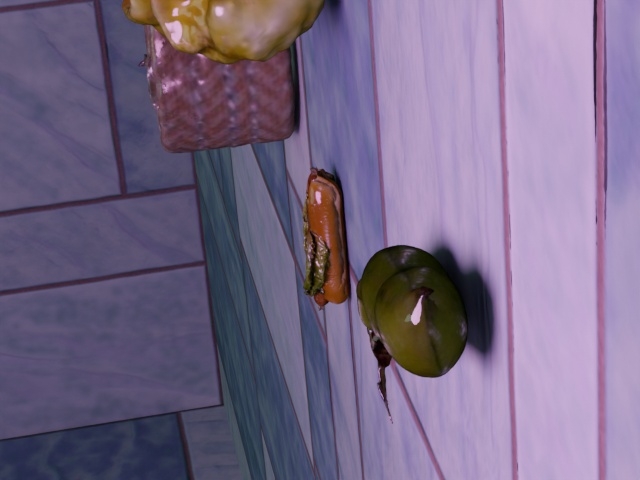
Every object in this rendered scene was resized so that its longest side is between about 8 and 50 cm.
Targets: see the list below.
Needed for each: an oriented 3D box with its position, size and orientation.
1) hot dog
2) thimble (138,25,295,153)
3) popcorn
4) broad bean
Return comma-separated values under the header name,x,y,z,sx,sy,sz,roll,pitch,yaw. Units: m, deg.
name,x,y,z,sx,sy,sz,roll,pitch,yaw
hot dog,0.000,0.000,1.475,0.056,0.041,0.133,-115,18,-68
thimble,-0.106,-0.199,1.674,0.229,0.148,0.196,86,171,-47
popcorn,-0.113,-0.257,1.360,0.225,0.174,0.286,41,-176,-22
broad bean,0.055,0.050,1.066,0.318,0.056,0.098,91,163,-80
